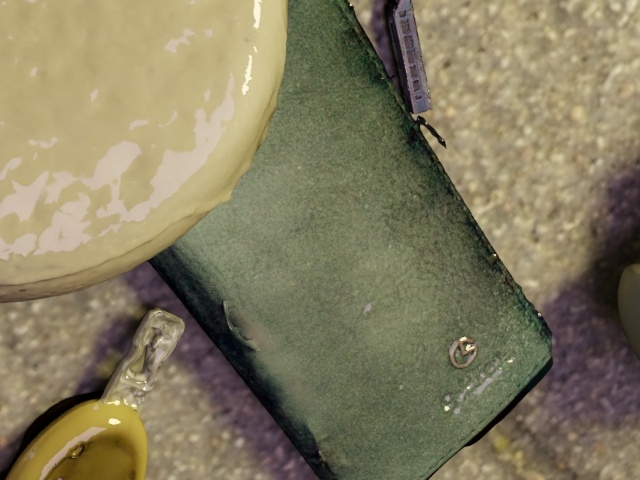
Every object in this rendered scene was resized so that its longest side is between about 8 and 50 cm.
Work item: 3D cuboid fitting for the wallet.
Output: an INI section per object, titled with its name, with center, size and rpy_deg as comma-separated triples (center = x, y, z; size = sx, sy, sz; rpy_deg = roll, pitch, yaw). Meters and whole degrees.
[wallet]
center = 0.000, 0.000, 1.017
size = 0.190, 0.046, 0.379
rpy_deg = -39, 120, -7

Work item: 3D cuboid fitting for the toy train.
[toy train]
center = 0.052, -0.118, 1.019
size = 0.017, 0.017, 0.083
rpy_deg = -18, 115, -11

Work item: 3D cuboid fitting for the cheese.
[cheese]
center = -0.129, 0.114, 1.002
size = 0.086, 0.036, 0.162
rpy_deg = 26, 96, -31

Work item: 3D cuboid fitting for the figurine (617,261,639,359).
[figurine]
center = 0.294, -0.005, 1.111
size = 0.176, 0.133, 0.236
rpy_deg = 15, 95, -48

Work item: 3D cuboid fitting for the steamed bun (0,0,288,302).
[steamed bun]
center = -0.158, -0.111, 0.820
size = 0.283, 0.177, 0.283
rpy_deg = 0, 90, -10
